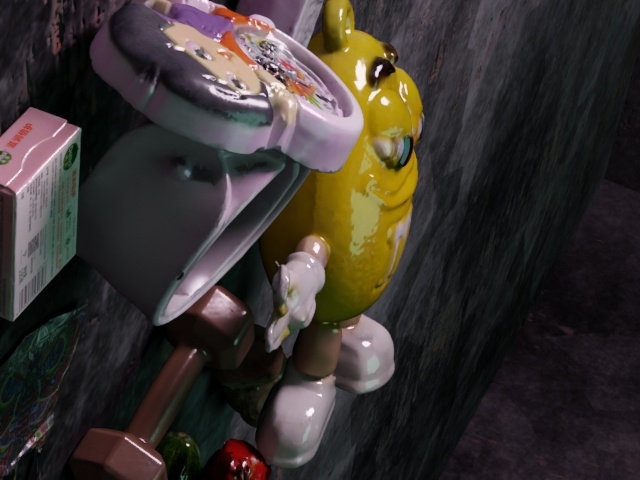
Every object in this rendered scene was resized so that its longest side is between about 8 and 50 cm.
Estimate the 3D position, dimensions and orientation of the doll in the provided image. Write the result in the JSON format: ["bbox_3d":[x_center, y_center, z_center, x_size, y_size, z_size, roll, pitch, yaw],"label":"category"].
[{"bbox_3d":[0.004,0.014,1.902,0.423,0.161,0.348,81,21,-59],"label":"doll"}]

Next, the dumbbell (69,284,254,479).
[{"bbox_3d":[-0.142,0.143,1.803,0.231,0.082,0.092,-60,165,-28],"label":"dumbbell"}]

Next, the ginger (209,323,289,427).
[{"bbox_3d":[-0.068,0.142,2.089,0.204,0.080,0.104,62,20,-73],"label":"ginger"}]

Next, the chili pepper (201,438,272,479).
[{"bbox_3d":[-0.102,0.291,2.060,0.110,0.110,0.387,-60,177,-28],"label":"chili pepper"}]

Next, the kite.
[{"bbox_3d":[-0.251,0.189,1.613,0.152,0.015,0.285,-40,147,-56],"label":"kite"}]

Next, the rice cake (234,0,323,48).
[{"bbox_3d":[-0.044,-0.178,1.687,0.365,0.072,0.056,-68,163,5],"label":"rice cake"}]

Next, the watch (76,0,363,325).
[{"bbox_3d":[-0.113,-0.059,1.494,0.231,0.196,0.244,-50,173,23],"label":"watch"}]

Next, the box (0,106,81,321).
[{"bbox_3d":[-0.209,-0.018,1.379,0.089,0.043,0.125,-52,159,-46],"label":"box"}]

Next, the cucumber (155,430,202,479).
[{"bbox_3d":[-0.169,0.298,1.969,0.074,0.074,0.241,-29,136,-68],"label":"cucumber"}]
